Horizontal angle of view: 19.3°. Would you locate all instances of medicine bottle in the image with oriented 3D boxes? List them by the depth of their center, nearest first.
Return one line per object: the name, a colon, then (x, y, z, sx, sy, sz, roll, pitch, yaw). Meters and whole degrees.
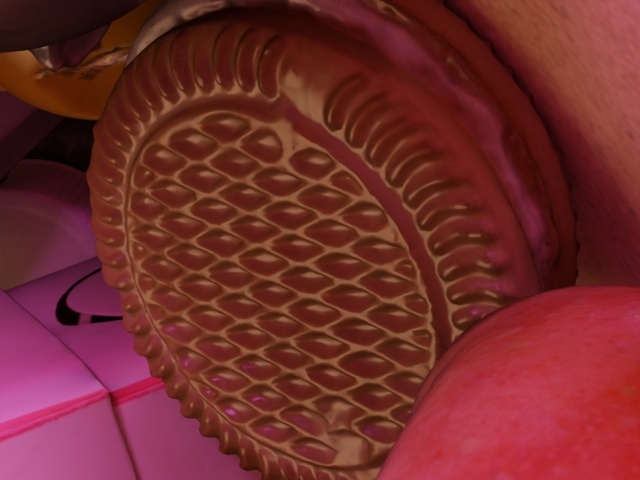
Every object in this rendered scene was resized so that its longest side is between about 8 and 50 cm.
medicine bottle: (-0.185, -0.008, 1.354, 0.165, 0.165, 0.273, 52, -162, -11)

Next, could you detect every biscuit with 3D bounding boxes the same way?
biscuit: (0.000, 0.000, 0.827, 0.259, 0.079, 0.259, 20, 127, 29)

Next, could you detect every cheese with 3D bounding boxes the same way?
cheese: (-0.121, -0.113, 0.904, 0.270, 0.177, 0.069, 6, -117, -48)

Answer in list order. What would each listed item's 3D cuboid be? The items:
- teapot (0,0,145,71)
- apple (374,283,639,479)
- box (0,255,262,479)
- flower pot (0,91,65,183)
teapot: (-0.137, -0.215, 0.659, 0.312, 0.233, 0.315, 82, 177, -79)
apple: (0.127, 0.186, 0.636, 0.277, 0.319, 0.319, 20, 162, 11)
box: (-0.054, 0.163, 1.103, 0.314, 0.300, 0.312, 24, 133, 68)
flower pot: (-0.237, -0.135, 1.132, 0.290, 0.259, 0.290, 49, 167, 16)
